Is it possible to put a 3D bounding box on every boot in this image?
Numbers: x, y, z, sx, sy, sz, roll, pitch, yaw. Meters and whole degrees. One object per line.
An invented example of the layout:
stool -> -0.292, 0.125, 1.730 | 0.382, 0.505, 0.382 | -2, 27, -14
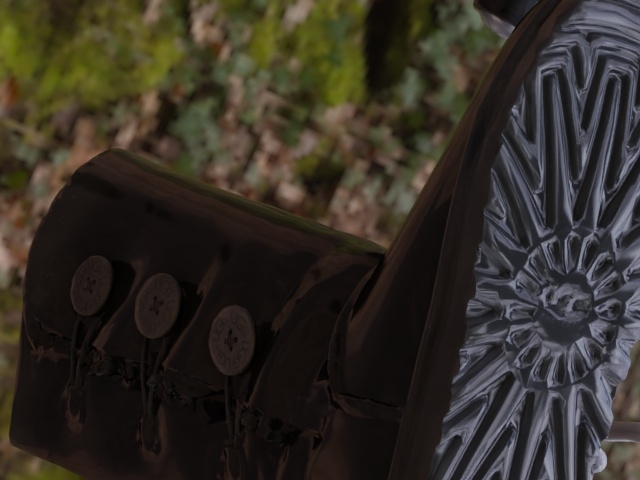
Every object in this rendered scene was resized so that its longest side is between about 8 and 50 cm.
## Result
boot -> -0.001, 0.002, 1.152 | 0.445, 0.146, 0.367 | 13, -101, 56

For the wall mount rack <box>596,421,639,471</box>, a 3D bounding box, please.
wall mount rack -> 0.334, 0.144, 1.359 | 0.130, 0.304, 0.350 | -12, -141, 57

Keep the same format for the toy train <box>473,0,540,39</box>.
toy train -> 0.166, -0.295, 1.282 | 0.190, 0.142, 0.334 | 29, -89, 35
